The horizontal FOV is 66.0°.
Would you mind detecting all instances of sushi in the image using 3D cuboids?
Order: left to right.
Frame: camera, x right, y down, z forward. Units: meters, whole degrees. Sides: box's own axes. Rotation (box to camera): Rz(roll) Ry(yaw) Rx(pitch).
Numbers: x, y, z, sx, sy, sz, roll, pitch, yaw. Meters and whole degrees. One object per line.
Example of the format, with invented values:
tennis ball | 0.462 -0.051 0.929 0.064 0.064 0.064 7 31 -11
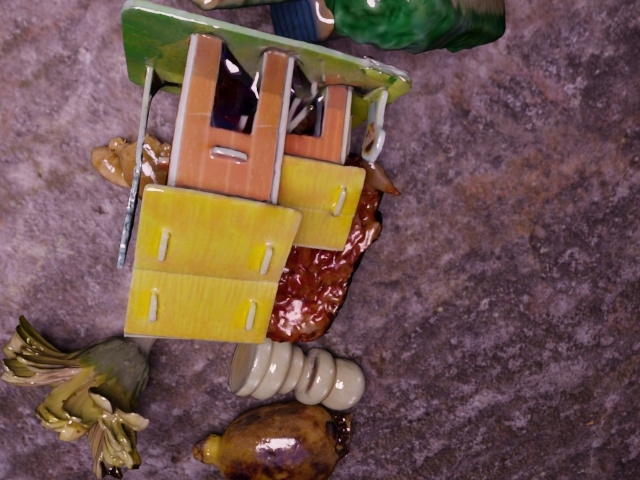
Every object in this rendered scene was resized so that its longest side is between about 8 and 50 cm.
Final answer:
sushi | 0.000 0.000 0.782 0.196 0.182 0.343 15 109 -15

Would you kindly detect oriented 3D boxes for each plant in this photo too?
plant | -0.340 0.234 0.795 0.306 0.297 0.261 20 114 25

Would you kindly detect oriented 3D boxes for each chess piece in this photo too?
chess piece | -0.031 0.241 0.900 0.243 0.133 0.133 22 104 -22

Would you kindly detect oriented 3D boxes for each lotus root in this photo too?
lotus root | -0.080 0.392 0.924 0.314 0.141 0.169 -6 112 -6

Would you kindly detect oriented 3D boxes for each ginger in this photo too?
ginger | -0.251 -0.090 0.767 0.115 0.081 0.205 -44 105 1

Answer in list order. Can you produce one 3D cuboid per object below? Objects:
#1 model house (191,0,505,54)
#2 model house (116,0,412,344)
model house | 0.001 -0.363 0.570 0.343 0.382 0.334 1 114 30
model house | -0.105 -0.040 0.612 0.300 0.340 0.323 9 83 -19
